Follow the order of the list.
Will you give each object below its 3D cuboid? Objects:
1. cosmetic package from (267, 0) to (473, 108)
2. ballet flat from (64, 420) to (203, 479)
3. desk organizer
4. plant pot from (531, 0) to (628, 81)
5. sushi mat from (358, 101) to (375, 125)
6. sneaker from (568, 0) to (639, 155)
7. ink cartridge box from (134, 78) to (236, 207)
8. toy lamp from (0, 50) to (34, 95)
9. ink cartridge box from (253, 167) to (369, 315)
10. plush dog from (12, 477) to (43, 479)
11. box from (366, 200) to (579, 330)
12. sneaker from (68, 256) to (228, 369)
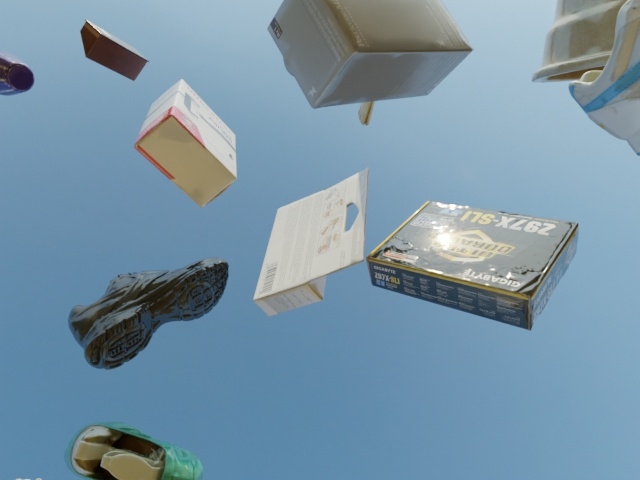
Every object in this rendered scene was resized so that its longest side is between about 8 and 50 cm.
[{"bbox_3d":[0.068,-0.252,0.621,0.238,0.107,0.127,-21,-103,-43],"label":"cosmetic package"},{"bbox_3d":[-0.276,0.290,0.667,0.247,0.087,0.083,1,-120,25],"label":"ballet flat"},{"bbox_3d":[-0.384,-0.346,0.906,0.047,0.130,0.050,42,-79,14],"label":"desk organizer"},{"bbox_3d":[0.428,-0.368,0.580,0.334,0.334,0.305,-10,-77,-17],"label":"plant pot"},{"bbox_3d":[0.136,-0.410,1.060,0.019,0.151,0.316,13,-63,-7],"label":"sushi mat"},{"bbox_3d":[0.277,-0.170,0.351,0.092,0.229,0.087,43,-130,16],"label":"sneaker"},{"bbox_3d":[-0.237,-0.184,0.906,0.092,0.218,0.158,-37,-58,12],"label":"ink cartridge box"},{"bbox_3d":[-0.627,-0.323,0.923,0.274,0.080,0.080,22,-108,30],"label":"toy lamp"},{"bbox_3d":[0.000,0.000,1.057,0.066,0.261,0.296,50,-148,-33],"label":"ink cartridge box"},{"bbox_3d":[-0.220,0.280,0.332,0.210,0.225,0.262,-37,-52,15],"label":"plush dog"},{"bbox_3d":[0.295,0.028,0.961,0.257,0.322,0.079,-36,-54,-38],"label":"box"},{"bbox_3d":[-0.282,0.090,0.831,0.130,0.109,0.286,31,-140,30],"label":"sneaker"}]
